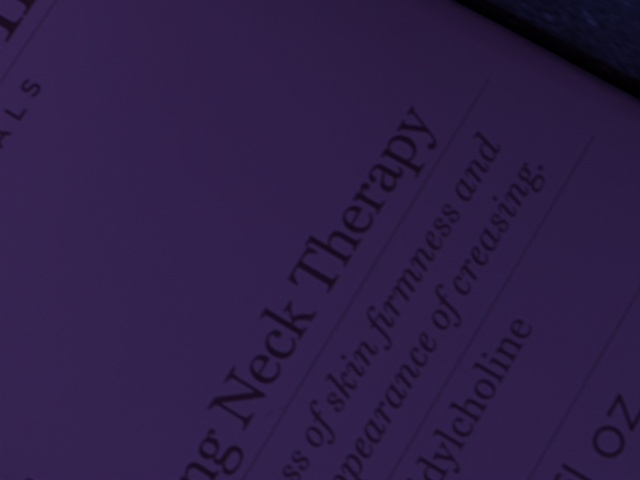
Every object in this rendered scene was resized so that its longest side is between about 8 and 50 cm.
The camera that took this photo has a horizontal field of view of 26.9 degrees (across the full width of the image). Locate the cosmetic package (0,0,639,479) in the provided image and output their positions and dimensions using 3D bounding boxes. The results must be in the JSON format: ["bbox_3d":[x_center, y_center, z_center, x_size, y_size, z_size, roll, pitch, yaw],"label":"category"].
[{"bbox_3d":[-0.022,0.061,0.695,0.394,0.329,0.327,30,172,11],"label":"cosmetic package"}]
